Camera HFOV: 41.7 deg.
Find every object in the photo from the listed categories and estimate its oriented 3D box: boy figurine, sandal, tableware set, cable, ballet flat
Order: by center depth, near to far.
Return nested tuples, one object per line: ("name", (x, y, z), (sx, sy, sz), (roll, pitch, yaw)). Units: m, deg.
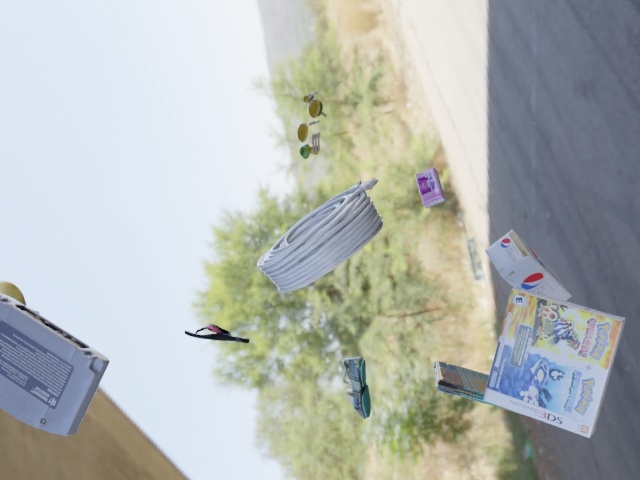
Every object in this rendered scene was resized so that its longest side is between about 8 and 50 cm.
("cable", (0.000, 0.000, 1.648), (0.089, 0.257, 0.257), (54, -141, -10))
("tableware set", (-0.021, -0.275, 2.005), (0.104, 0.024, 0.154), (-10, 81, 56))
("sandal", (-0.255, 0.229, 2.091), (0.067, 0.179, 0.040), (16, -103, -65))
("boy figurine", (-0.743, 0.230, 2.147), (0.285, 0.092, 0.177), (54, 166, -15))
("ballet flat", (0.091, 0.378, 2.173), (0.070, 0.070, 0.188), (-94, -2, -65))

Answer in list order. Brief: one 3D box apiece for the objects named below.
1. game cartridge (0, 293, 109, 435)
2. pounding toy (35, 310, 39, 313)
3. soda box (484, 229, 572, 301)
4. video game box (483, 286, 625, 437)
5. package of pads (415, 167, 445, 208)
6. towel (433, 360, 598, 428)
("game cartridge", (-0.581, 0.258, 1.693), (0.196, 0.294, 0.060), (-62, -18, 1))
("pounding toy", (-0.859, 0.277, 2.296), (0.269, 0.155, 0.154), (1, -97, -73))
("soda box", (0.403, 0.064, 1.619), (0.216, 0.069, 0.073), (34, -158, -46))
("video game box", (0.387, 0.201, 1.403), (0.048, 0.187, 0.205), (-5, -71, -65))
("package of pads", (0.247, -0.118, 1.894), (0.032, 0.050, 0.083), (44, -150, -57))
("towel", (0.456, 0.375, 2.026), (0.271, 0.371, 0.040), (-10, -65, -84))
